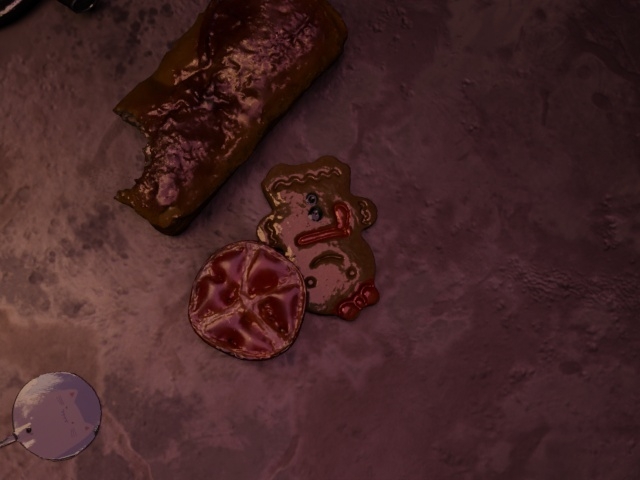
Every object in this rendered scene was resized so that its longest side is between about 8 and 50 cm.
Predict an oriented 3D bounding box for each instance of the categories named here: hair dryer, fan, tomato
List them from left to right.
[{"bbox_3d":[-0.425,-0.343,1.294,0.219,0.075,0.195,-38,76,-1],"label":"hair dryer"},{"bbox_3d":[-0.366,0.239,1.233,0.175,0.005,0.113,-27,84,-7],"label":"fan"},{"bbox_3d":[-0.090,0.077,1.243,0.156,0.069,0.155,0,86,3],"label":"tomato"}]

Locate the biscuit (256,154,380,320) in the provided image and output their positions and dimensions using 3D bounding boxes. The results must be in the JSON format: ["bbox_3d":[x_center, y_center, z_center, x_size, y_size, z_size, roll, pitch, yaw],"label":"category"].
[{"bbox_3d":[0.000,0.000,1.281,0.166,0.036,0.225,-10,83,-7],"label":"biscuit"}]

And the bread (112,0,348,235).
[{"bbox_3d":[-0.139,-0.192,1.263,0.185,0.109,0.380,40,83,2],"label":"bread"}]
